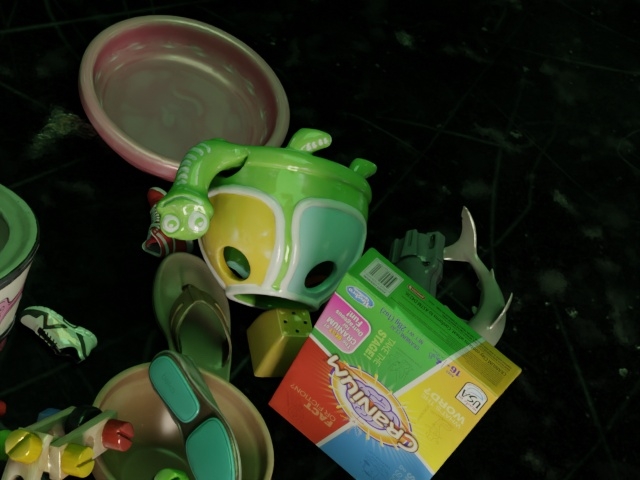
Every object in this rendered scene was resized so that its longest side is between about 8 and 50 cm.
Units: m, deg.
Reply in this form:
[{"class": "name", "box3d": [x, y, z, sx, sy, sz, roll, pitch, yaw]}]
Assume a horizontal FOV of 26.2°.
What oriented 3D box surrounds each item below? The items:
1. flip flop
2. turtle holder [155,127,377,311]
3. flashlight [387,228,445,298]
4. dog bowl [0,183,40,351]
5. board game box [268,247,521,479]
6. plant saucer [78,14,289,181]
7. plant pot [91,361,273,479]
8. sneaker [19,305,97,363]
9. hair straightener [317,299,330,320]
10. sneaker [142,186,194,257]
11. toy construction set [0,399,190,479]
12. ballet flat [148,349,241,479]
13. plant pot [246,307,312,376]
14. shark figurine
[{"class": "flip flop", "box3d": [-0.168, 0.128, 1.879, 0.112, 0.080, 0.277, 9, 50, -19]}, {"class": "turtle holder", "box3d": [-0.063, -0.029, 1.918, 0.243, 0.320, 0.227, 4, 77, 15]}, {"class": "flashlight", "box3d": [0.120, 0.122, 2.006, 0.103, 0.103, 0.304, 8, 46, 2]}, {"class": "dog bowl", "box3d": [-0.542, 0.049, 1.636, 0.408, 0.150, 0.408, 6, 26, -3]}, {"class": "board game box", "box3d": [0.086, 0.190, 1.782, 0.242, 0.316, 0.064, 39, 48, 10]}, {"class": "plant saucer", "box3d": [-0.216, -0.207, 2.136, 0.332, 0.084, 0.332, 13, 48, -14]}, {"class": "plant pot", "box3d": [-0.187, 0.276, 1.721, 0.237, 0.109, 0.237, 15, 45, -16]}, {"class": "sneaker", "box3d": [-0.352, 0.124, 1.824, 0.109, 0.040, 0.043, 26, 48, -2]}, {"class": "hair straightener", "box3d": [0.042, 0.108, 2.016, 0.089, 0.047, 0.230, 23, 47, -5]}, {"class": "sneaker", "box3d": [-0.238, -0.025, 2.001, 0.067, 0.042, 0.118, -15, 62, -37]}, {"class": "toy construction set", "box3d": [-0.354, 0.272, 1.523, 0.309, 0.257, 0.237, 37, 5, 29]}, {"class": "ballet flat", "box3d": [-0.138, 0.223, 1.672, 0.068, 0.072, 0.213, 20, 35, -59]}, {"class": "plant pot", "box3d": [-0.049, 0.136, 1.926, 0.081, 0.083, 0.081, 3, 51, -22]}, {"class": "shark figurine", "box3d": [0.253, 0.090, 2.088, 0.166, 0.116, 0.278, 20, 49, -10]}]
